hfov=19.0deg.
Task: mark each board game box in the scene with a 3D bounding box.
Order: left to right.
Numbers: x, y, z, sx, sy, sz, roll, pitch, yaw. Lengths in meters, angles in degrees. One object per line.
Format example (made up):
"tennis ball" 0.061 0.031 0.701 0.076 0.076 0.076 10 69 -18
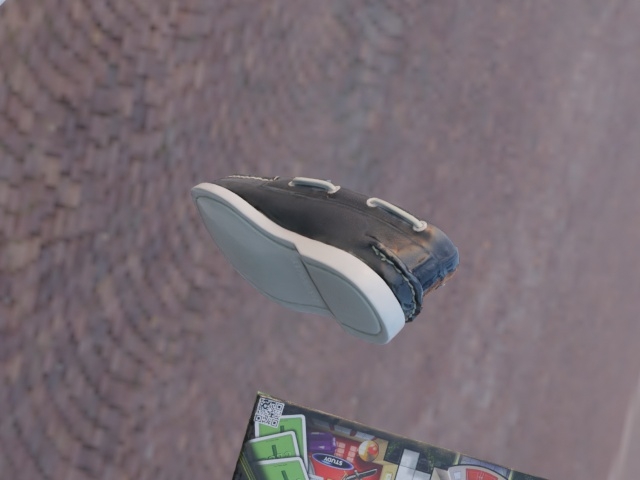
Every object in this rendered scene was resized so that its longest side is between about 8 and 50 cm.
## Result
"board game box" 0.069 0.185 1.067 0.030 0.259 0.136 151 -45 -88

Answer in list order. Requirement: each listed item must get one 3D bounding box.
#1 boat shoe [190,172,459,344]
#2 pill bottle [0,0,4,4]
"boat shoe" 0.000 0.000 1.551 0.091 0.302 0.114 -37 126 -18
"pill bottle" -0.321 -0.215 1.372 0.121 0.221 0.121 -8 101 -45
